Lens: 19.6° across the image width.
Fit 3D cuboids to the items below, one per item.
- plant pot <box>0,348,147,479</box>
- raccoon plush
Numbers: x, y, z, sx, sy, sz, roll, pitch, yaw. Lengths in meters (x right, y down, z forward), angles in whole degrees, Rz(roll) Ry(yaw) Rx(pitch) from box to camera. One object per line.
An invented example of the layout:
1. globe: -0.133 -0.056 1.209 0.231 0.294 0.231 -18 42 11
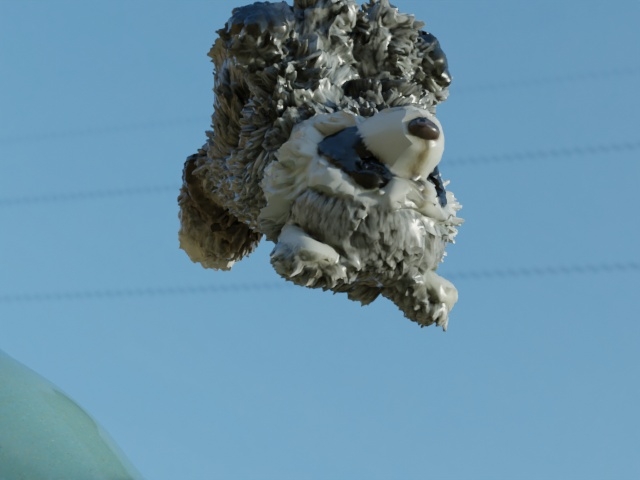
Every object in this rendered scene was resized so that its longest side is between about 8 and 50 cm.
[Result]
1. plant pot: -0.219 0.204 1.177 0.255 0.272 0.272 19 -35 39
2. raccoon plush: 0.000 0.000 1.613 0.216 0.299 0.446 4 -33 -10
